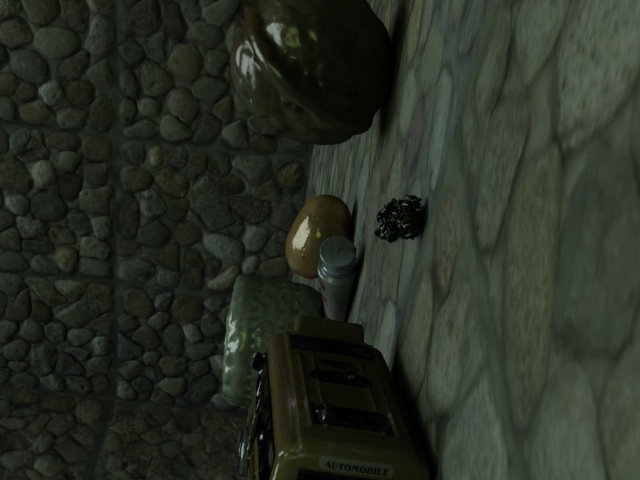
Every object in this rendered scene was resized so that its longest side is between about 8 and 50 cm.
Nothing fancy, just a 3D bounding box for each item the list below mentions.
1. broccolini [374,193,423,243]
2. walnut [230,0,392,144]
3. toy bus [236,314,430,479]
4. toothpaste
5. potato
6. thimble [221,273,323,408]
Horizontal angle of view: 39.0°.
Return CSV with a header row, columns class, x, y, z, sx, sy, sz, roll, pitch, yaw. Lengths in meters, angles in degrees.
class,x,y,z,sx,sy,sz,roll,pitch,yaw
broccolini,0.075,-0.019,0.915,0.218,0.044,0.042,41,-139,-88
walnut,-0.013,-0.234,1.189,0.224,0.224,0.224,-173,90,-86
toy bus,0.004,0.180,0.785,0.289,0.140,0.157,-105,26,-77
toothpaste,0.025,0.078,1.347,0.234,0.057,0.089,89,-178,-57
potato,0.000,-0.003,1.454,0.112,0.112,0.147,-93,18,-68
thimble,-0.104,0.220,1.872,0.291,0.195,0.291,-171,90,-86
